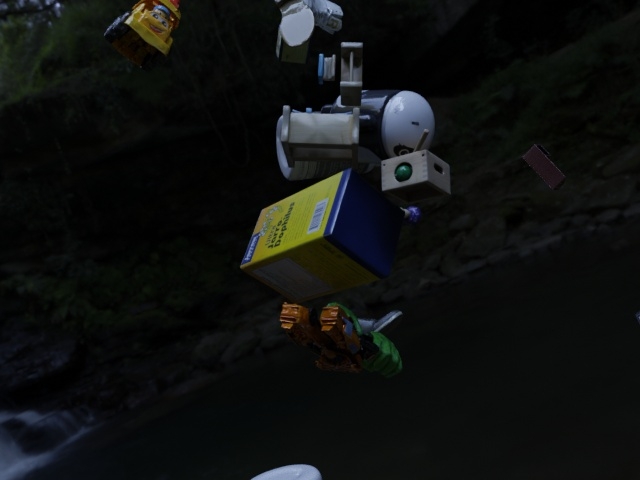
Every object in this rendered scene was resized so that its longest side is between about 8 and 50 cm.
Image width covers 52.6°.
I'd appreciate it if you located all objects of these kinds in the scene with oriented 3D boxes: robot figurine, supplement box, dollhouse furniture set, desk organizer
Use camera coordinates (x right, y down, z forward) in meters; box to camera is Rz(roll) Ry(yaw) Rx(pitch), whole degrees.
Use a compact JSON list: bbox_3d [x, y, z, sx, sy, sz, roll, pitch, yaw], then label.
[{"bbox_3d":[0.019,0.243,1.575,0.211,0.085,0.291,0,-33,24],"label":"robot figurine"},{"bbox_3d":[-0.072,-0.526,1.739,0.083,0.083,0.056,2,34,-14],"label":"supplement box"},{"bbox_3d":[0.007,-0.232,1.139,0.129,0.183,0.129,2,-14,3],"label":"dollhouse furniture set"},{"bbox_3d":[0.627,-0.204,1.796,0.047,0.130,0.050,-9,-34,-49],"label":"desk organizer"},{"bbox_3d":[0.000,0.000,1.595,0.356,0.194,0.195,-20,43,46],"label":"supplement box"},{"bbox_3d":[0.129,-0.261,1.510,0.278,0.173,0.209,9,45,36],"label":"robot figurine"}]

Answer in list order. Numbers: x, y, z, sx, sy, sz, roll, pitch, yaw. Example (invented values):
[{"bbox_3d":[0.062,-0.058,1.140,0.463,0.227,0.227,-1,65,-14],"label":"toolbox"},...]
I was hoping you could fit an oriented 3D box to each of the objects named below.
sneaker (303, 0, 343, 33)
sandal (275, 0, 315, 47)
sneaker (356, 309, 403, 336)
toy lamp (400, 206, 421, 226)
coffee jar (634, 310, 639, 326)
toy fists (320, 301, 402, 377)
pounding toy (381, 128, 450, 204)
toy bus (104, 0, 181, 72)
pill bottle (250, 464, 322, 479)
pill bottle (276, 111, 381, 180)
[{"bbox_3d":[-0.002,-0.718,2.057,0.108,0.169,0.292,-57,16,32],"label":"sneaker"},{"bbox_3d":[-0.055,-0.525,1.569,0.088,0.240,0.079,-22,-34,8],"label":"sandal"},{"bbox_3d":[0.161,0.276,2.162,0.222,0.118,0.083,-37,-30,6],"label":"sneaker"},{"bbox_3d":[0.208,-0.110,2.087,0.275,0.080,0.080,16,-29,-40],"label":"toy lamp"},{"bbox_3d":[0.809,0.163,1.458,0.184,0.079,0.096,-42,31,32],"label":"coffee jar"},{"bbox_3d":[0.113,0.289,1.845,0.096,0.279,0.142,-51,10,5],"label":"toy fists"},{"bbox_3d":[0.205,-0.153,1.382,0.130,0.100,0.141,-11,-20,35],"label":"pounding toy"},{"bbox_3d":[-0.439,-0.573,1.708,0.211,0.149,0.220,-57,28,-12],"label":"toy bus"},{"bbox_3d":[-0.043,0.543,1.130,0.146,0.264,0.146,-13,-2,0],"label":"pill bottle"},{"bbox_3d":[0.058,-0.303,2.018,0.361,0.204,0.204,-7,-5,-16],"label":"pill bottle"}]
